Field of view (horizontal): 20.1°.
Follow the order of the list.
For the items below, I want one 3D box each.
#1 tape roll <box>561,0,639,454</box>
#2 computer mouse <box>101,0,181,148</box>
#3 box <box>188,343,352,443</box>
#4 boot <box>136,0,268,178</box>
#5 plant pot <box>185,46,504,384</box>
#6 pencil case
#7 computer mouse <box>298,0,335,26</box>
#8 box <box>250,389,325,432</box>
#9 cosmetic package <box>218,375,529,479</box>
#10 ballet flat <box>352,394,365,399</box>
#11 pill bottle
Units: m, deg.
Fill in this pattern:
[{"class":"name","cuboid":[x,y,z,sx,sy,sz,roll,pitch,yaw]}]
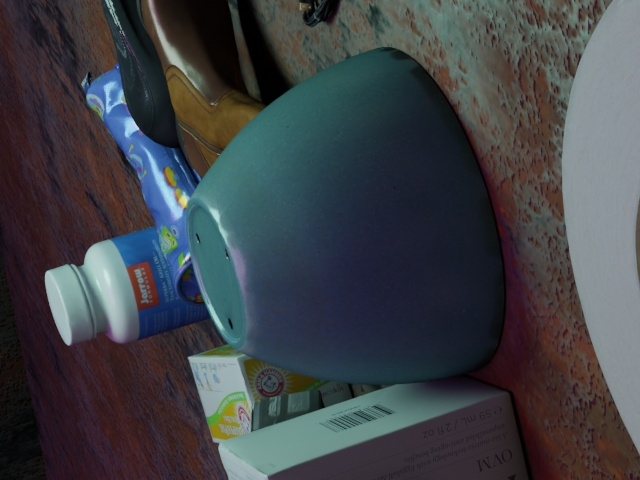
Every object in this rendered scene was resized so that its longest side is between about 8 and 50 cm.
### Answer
[{"class":"tape roll","cuboid":[0.261,0.033,1.005,0.392,0.072,0.392,162,90,-72]},{"class":"computer mouse","cuboid":[-0.167,-0.221,1.905,0.072,0.188,0.272,12,128,53]},{"class":"box","cuboid":[-0.055,0.158,1.953,0.203,0.114,0.103,-10,97,70]},{"class":"boot","cuboid":[-0.096,-0.145,1.751,0.280,0.096,0.264,-131,35,-61]},{"class":"plant pot","cuboid":[0.000,0.000,1.528,0.290,0.195,0.290,164,90,-72]},{"class":"pencil case","cuboid":[-0.161,-0.078,2.037,0.133,0.119,0.306,74,170,-65]},{"class":"computer mouse","cuboid":[-0.013,-0.279,1.562,0.242,0.041,0.071,91,154,-45]},{"class":"box","cuboid":[0.004,0.341,1.790,0.242,0.076,0.307,-92,-13,-55]},{"class":"cosmetic package","cuboid":[0.060,0.255,1.532,0.138,0.224,0.224,-164,59,-69]},{"class":"ballet flat","cuboid":[0.097,0.309,1.698,0.124,0.116,0.342,-14,89,52]},{"class":"pill bottle","cuboid":[-0.201,0.049,2.106,0.124,0.221,0.124,162,90,-71]}]
